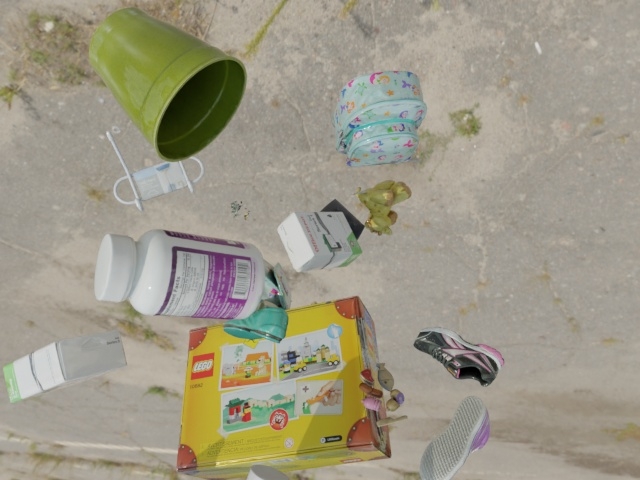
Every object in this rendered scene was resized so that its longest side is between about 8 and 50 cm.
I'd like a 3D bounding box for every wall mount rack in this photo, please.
[{"bbox_3d":[-0.624,-0.284,1.797,0.350,0.304,0.130,-22,180,-13],"label":"wall mount rack"}]

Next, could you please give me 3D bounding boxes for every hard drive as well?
[{"bbox_3d":[0.044,-0.027,1.722,0.172,0.255,0.054,42,134,-3],"label":"hard drive"}]

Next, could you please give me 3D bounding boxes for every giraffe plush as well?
[{"bbox_3d":[0.223,-0.109,1.739,0.210,0.181,0.170,-12,110,-3],"label":"giraffe plush"}]

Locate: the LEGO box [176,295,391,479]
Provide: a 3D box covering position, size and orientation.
[{"bbox_3d":[-0.099,0.392,1.266,0.500,0.372,0.193,-13,145,13],"label":"LEGO box"}]

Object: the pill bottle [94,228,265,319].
[{"bbox_3d":[-0.278,0.069,0.963,0.301,0.169,0.169,10,148,-34],"label":"pill bottle"}]

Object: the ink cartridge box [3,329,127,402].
[{"bbox_3d":[-0.729,0.358,1.379,0.273,0.115,0.198,-24,169,28],"label":"ink cartridge box"}]

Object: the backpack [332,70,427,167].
[{"bbox_3d":[0.149,-0.303,1.208,0.225,0.191,0.253,-7,160,-9],"label":"backpack"}]

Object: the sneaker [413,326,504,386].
[{"bbox_3d":[0.267,0.233,0.960,0.178,0.077,0.072,12,131,29],"label":"sneaker"}]

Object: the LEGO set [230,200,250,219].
[{"bbox_3d":[-0.244,-0.092,1.420,0.083,0.054,0.023,10,177,36],"label":"LEGO set"}]

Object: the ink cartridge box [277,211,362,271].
[{"bbox_3d":[0.000,0.000,1.460,0.219,0.160,0.092,-4,151,-47],"label":"ink cartridge box"}]

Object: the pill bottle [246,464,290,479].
[{"bbox_3d":[-0.124,0.526,0.898,0.108,0.180,0.108,19,173,3],"label":"pill bottle"}]

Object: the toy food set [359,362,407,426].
[{"bbox_3d":[0.104,0.265,0.848,0.078,0.122,0.019,-9,126,-15],"label":"toy food set"}]

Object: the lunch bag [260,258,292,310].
[{"bbox_3d":[-0.197,0.133,1.487,0.262,0.223,0.160,34,94,-6],"label":"lunch bag"}]

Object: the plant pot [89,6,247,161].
[{"bbox_3d":[-0.473,-0.489,1.435,0.353,0.366,0.366,41,141,8],"label":"plant pot"}]

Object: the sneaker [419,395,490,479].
[{"bbox_3d":[0.405,0.604,1.387,0.102,0.282,0.161,26,154,48],"label":"sneaker"}]

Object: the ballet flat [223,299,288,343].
[{"bbox_3d":[-0.141,0.180,1.085,0.083,0.087,0.247,31,158,-26],"label":"ballet flat"}]

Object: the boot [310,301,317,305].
[{"bbox_3d":[0.005,0.374,1.811,0.203,0.262,0.095,42,131,-18],"label":"boot"}]
